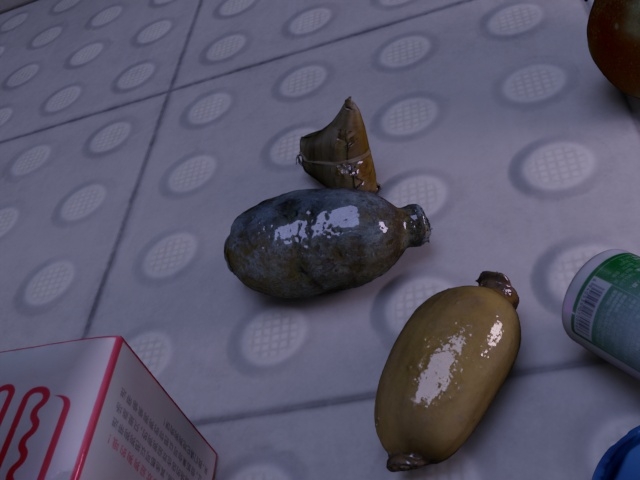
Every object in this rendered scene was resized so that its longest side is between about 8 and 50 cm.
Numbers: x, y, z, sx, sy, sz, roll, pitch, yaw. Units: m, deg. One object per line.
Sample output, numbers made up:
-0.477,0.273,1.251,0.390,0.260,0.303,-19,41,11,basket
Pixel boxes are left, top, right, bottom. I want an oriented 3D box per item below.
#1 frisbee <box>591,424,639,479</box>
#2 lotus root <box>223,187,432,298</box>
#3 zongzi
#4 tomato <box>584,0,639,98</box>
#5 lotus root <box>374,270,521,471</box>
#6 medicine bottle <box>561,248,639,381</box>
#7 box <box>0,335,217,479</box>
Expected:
0.398,0.277,0.712,0.242,0.045,0.242,-16,32,10,frisbee
-0.001,-0.001,1.120,0.349,0.175,0.175,-10,44,20,lotus root
0.022,-0.185,1.269,0.099,0.197,0.194,-26,36,-22,zongzi
0.577,-0.371,1.111,0.303,0.303,0.239,-37,46,-11,tomato
0.162,0.153,0.899,0.146,0.131,0.303,15,56,36,lotus root
0.410,0.115,0.782,0.133,0.133,0.274,-36,34,-10,medicine bottle
-0.333,0.329,0.845,0.299,0.314,0.312,-10,44,15,box
